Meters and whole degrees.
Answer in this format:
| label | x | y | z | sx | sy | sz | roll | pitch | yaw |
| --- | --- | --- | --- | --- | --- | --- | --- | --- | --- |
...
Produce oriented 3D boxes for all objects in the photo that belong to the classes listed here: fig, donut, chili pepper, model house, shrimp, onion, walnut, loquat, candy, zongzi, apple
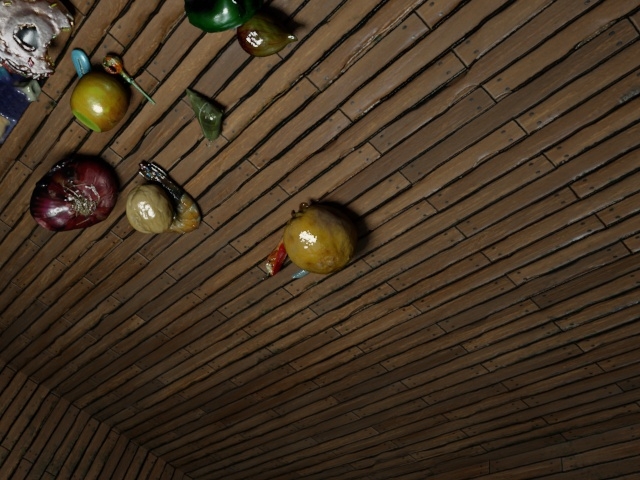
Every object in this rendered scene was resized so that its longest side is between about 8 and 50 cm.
| label | x | y | z | sx | sy | sz | roll | pitch | yaw |
| --- | --- | --- | --- | --- | --- | --- | --- | --- | --- |
| fig | -0.127 | -0.502 | 1.484 | 0.154 | 0.103 | 0.109 | 7 | 156 | 23 |
| donut | -0.765 | -0.548 | 1.584 | 0.216 | 0.096 | 0.230 | 10 | 112 | -29 |
| chili pepper | -0.142 | 0.054 | 2.039 | 0.050 | 0.059 | 0.268 | -4 | 141 | -33 |
| model house | -0.951 | -0.447 | 1.696 | 0.279 | 0.245 | 0.312 | 1 | 136 | 9 |
| shrimp | -0.527 | -0.129 | 1.984 | 0.222 | 0.054 | 0.290 | -15 | 125 | 30 |
| onion | -0.778 | -0.134 | 1.909 | 0.280 | 0.281 | 0.221 | -2 | 127 | 19 |
| walnut | -0.529 | -0.096 | 1.879 | 0.166 | 0.149 | 0.167 | 29 | 137 | 31 |
| loquat | 0.000 | 0.000 | 1.842 | 0.238 | 0.193 | 0.238 | 14 | 138 | 13 |
| candy | -0.533 | -0.448 | 1.709 | 0.184 | 0.049 | 0.055 | 44 | 161 | -33 |
| zongzi | -0.340 | -0.349 | 1.742 | 0.130 | 0.062 | 0.154 | 39 | 151 | 9 |
| chili pepper | -0.203 | -0.581 | 1.395 | 0.260 | 0.165 | 0.174 | -6 | 111 | 26 |
| apple | -0.621 | -0.393 | 1.706 | 0.147 | 0.146 | 0.163 | 36 | 165 | -30 |

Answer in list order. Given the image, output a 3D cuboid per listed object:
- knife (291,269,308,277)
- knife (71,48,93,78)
| label | x | y | z | sx | sy | sz | roll | pitch | yaw |
| --- | --- | --- | --- | --- | --- | --- | --- | --- | --- |
| knife | -0.024 | 0.082 | 2.047 | 0.028 | 0.015 | 0.210 | 33 | 133 | -23 |
| knife | -0.673 | -0.444 | 1.755 | 0.064 | 0.031 | 0.222 | 11 | 133 | 13 |
